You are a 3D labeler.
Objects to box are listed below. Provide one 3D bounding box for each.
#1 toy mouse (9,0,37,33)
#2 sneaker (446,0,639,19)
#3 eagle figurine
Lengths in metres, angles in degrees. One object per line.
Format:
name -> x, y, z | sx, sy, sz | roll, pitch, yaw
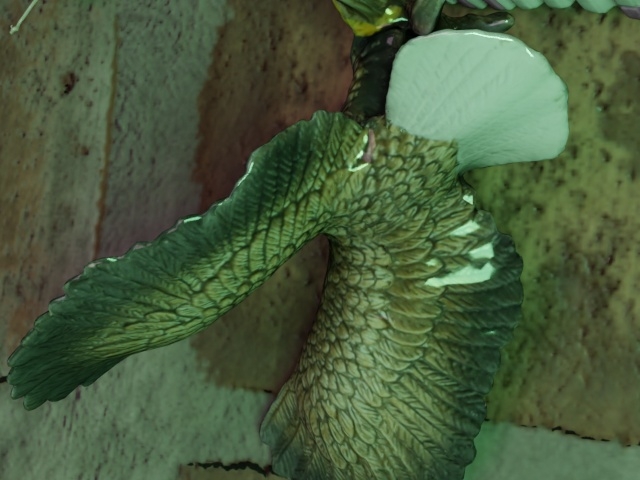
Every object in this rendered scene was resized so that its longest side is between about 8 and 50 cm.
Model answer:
toy mouse -> -0.163, -0.237, 1.099 | 0.161, 0.031, 0.143 | -30, 68, 24
sneaker -> 0.121, -0.185, 0.886 | 0.236, 0.095, 0.104 | 10, 81, 28
eagle figurine -> 0.001, 0.002, 0.874 | 0.226, 0.225, 0.298 | 22, 83, 22
